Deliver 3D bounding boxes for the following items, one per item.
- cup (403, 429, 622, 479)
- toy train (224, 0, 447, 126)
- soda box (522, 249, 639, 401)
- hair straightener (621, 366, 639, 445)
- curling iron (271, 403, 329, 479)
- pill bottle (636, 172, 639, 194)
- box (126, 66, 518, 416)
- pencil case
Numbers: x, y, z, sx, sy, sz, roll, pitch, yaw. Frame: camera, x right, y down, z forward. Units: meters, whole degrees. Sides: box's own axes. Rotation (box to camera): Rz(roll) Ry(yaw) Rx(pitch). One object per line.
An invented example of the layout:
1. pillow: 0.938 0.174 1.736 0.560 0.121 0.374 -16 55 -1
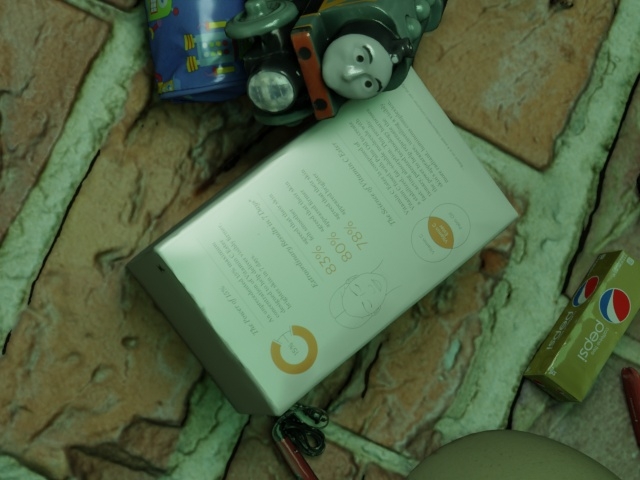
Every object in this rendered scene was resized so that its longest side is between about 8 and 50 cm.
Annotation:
1. cup: 0.251 0.370 1.627 0.331 0.237 0.331 2 84 -23
2. toy train: 0.026 -0.232 1.601 0.190 0.334 0.142 -10 116 19
3. soda box: 0.315 0.100 1.781 0.058 0.061 0.181 37 75 -11
4. hair straightener: 0.425 0.250 1.806 0.089 0.047 0.230 -15 89 -17
5. curling iron: 0.026 0.299 1.686 0.068 0.035 0.274 -28 92 -18
6. pill bottle: 0.475 -0.134 1.824 0.123 0.123 0.219 31 76 -11
7. box: 0.000 0.000 1.642 0.345 0.168 0.215 -38 96 -18
8. pencil case: -0.144 -0.297 1.655 0.119 0.133 0.306 -9 88 -47
